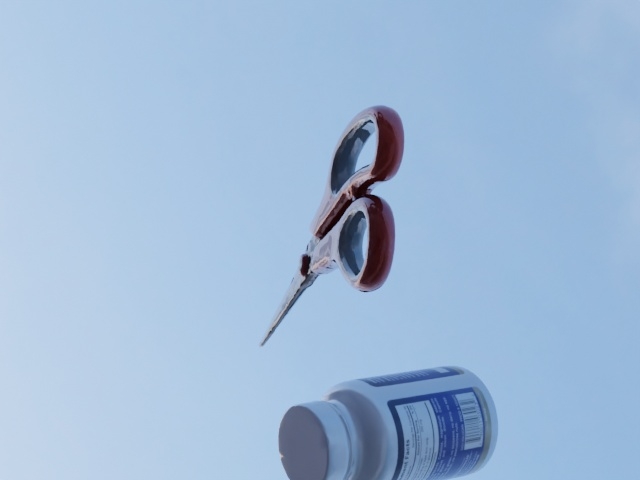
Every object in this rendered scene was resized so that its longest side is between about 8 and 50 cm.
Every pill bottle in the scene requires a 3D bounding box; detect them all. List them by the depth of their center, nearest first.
[{"bbox_3d":[0.053,0.156,1.100,0.094,0.169,0.094,7,-82,53],"label":"pill bottle"}]

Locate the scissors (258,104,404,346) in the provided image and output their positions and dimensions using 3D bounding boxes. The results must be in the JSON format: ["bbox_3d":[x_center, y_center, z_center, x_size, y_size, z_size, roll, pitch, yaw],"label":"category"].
[{"bbox_3d":[0.000,0.000,0.882,0.297,0.021,0.109,140,-49,-70],"label":"scissors"}]
